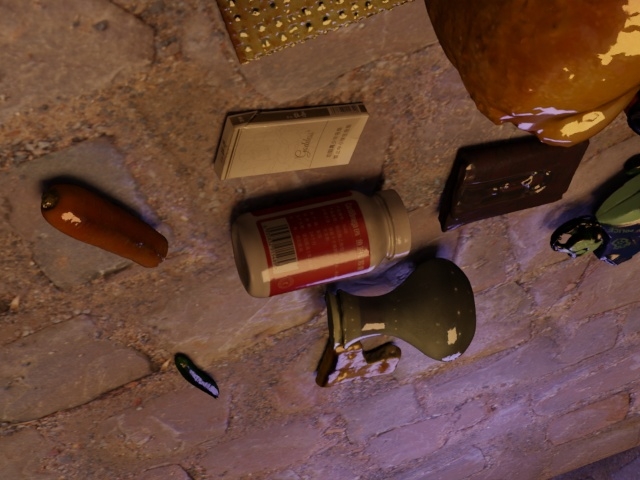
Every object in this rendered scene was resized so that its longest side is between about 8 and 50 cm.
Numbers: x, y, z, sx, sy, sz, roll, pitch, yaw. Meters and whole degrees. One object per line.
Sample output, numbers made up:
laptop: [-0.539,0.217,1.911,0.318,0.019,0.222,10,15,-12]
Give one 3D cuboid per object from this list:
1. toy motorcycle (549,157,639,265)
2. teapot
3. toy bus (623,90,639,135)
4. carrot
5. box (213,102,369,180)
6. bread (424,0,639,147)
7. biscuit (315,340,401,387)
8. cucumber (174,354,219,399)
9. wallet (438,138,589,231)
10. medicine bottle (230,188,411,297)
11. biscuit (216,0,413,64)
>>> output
toy motorcycle: [0.572,-0.052,1.858,0.331,0.125,0.196,-32,150,24]
teapot: [0.138,0.127,1.835,0.251,0.183,0.183,-5,148,-5]
toy bus: [0.535,-0.274,1.433,0.303,0.147,0.128,-38,149,28]
carrot: [-0.291,-0.021,1.418,0.067,0.067,0.225,-31,150,17]
box: [-0.040,-0.135,1.422,0.198,0.029,0.109,-8,148,-23]
bread: [0.243,-0.300,1.004,0.250,0.394,0.361,19,137,-27]
biscuit: [0.085,0.232,2.091,0.184,0.039,0.174,-8,146,-22]
cucumber: [-0.228,0.251,1.932,0.036,0.033,0.184,-2,154,17]
wallet: [0.309,-0.096,1.687,0.229,0.049,0.182,-13,146,-16]
medicine bottle: [0.000,0.000,1.564,0.250,0.131,0.131,-12,149,-14]
biscuit: [-0.001,-0.285,1.214,0.232,0.016,0.139,-21,150,0]
